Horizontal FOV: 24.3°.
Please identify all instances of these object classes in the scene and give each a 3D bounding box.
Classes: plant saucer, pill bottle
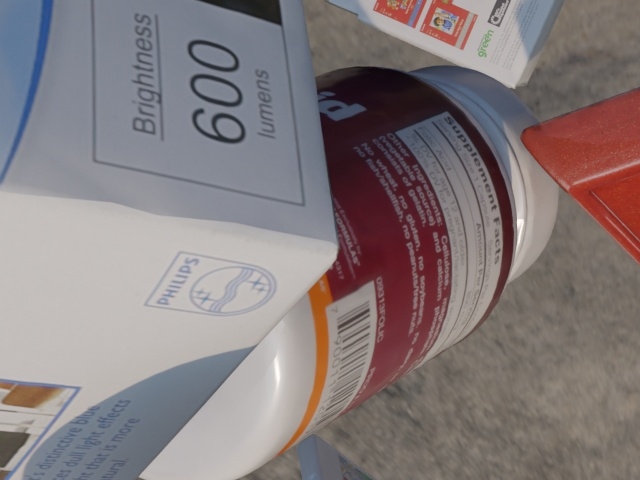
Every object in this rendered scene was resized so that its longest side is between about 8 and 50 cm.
[{"bbox_3d":[0.317,-0.031,1.071,0.259,0.258,0.047,-18,48,35],"label":"plant saucer"},{"bbox_3d":[0.000,0.000,1.045,0.224,0.392,0.224,12,112,32],"label":"pill bottle"}]

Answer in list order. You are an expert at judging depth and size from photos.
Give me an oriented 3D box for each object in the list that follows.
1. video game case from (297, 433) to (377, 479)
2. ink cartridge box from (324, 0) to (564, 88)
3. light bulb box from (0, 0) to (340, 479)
[{"bbox_3d":[0.077,0.285,1.242,0.026,0.227,0.206,-42,26,16],"label":"video game case"},{"bbox_3d":[0.170,-0.370,1.699,0.272,0.130,0.309,26,104,10],"label":"ink cartridge box"},{"bbox_3d":[-0.219,-0.111,0.517,0.361,0.225,0.358,11,52,-27],"label":"light bulb box"}]
